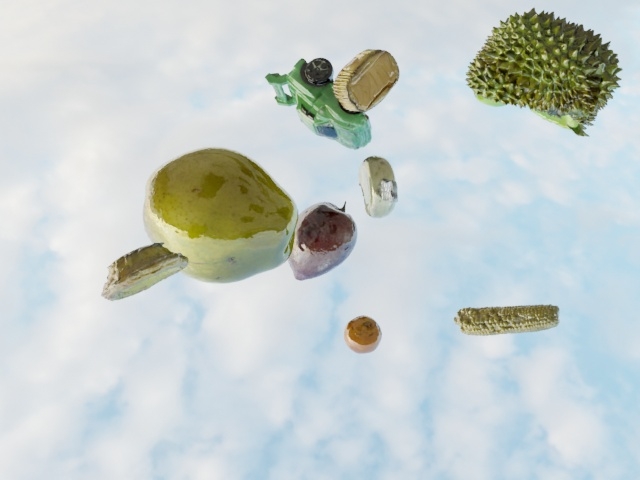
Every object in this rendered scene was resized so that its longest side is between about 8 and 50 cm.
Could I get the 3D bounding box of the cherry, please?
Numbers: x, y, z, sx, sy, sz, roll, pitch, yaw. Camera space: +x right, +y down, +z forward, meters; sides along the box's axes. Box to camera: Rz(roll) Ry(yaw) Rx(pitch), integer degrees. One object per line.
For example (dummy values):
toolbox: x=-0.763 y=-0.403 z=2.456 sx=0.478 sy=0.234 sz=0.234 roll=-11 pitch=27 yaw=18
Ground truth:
cherry: x=0.000 y=0.000 z=1.707 sx=0.203 sy=0.300 sz=0.230 roll=33 pitch=-174 yaw=-26

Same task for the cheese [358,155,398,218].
cheese: x=0.147 y=-0.145 z=1.302 sx=0.071 sy=0.249 sz=0.163 roll=-5 pitch=-100 yaw=-6

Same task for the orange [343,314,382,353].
orange: x=0.089 y=0.199 z=1.126 sx=0.084 sy=0.083 sz=0.083 roll=5 pitch=-136 yaw=-5

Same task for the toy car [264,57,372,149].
toy car: x=0.007 y=-0.425 z=1.698 sx=0.176 sy=0.213 sz=0.358 roll=-40 pitch=-107 yaw=-4

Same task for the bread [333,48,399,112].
bread: x=0.125 y=-0.451 z=1.510 sx=0.190 sy=0.132 sz=0.114 roll=-44 pitch=-150 yaw=-11

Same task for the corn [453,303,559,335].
corn: x=0.515 y=0.222 z=1.494 sx=0.288 sy=0.086 sz=0.086 roll=-9 pitch=-145 yaw=31

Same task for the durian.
durian: x=0.378 y=-0.283 z=0.897 sx=0.237 sy=0.176 sz=0.200 roll=28 pitch=-139 yaw=-5

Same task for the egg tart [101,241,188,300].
egg tart: x=-0.367 y=0.060 z=1.095 sx=0.191 sy=0.191 sz=0.074 roll=-27 pitch=-93 yaw=-32

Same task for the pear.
pear: x=-0.266 y=-0.065 z=1.438 sx=0.418 sy=0.362 sz=0.362 roll=16 pitch=-136 yaw=-3
